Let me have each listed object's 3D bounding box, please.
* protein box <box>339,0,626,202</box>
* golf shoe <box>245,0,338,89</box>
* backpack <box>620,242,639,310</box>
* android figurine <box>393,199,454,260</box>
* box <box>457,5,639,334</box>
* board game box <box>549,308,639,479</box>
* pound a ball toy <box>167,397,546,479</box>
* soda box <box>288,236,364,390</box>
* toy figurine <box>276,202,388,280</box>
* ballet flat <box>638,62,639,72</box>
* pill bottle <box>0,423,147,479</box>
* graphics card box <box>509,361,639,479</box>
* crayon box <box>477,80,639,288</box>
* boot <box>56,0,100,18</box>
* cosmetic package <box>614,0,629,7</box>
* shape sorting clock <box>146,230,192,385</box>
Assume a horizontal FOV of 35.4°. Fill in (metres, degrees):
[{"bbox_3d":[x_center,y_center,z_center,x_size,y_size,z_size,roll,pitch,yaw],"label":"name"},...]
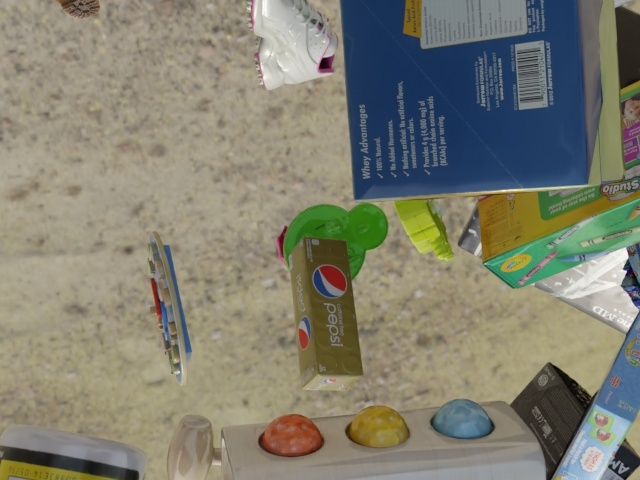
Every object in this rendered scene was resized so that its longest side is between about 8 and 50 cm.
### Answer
[{"bbox_3d":[0.139,-0.138,0.856,0.201,0.200,0.136,-3,-177,30],"label":"protein box"},{"bbox_3d":[-0.044,-0.348,1.564,0.140,0.115,0.306,-1,158,3],"label":"golf shoe"},{"bbox_3d":[0.501,0.029,1.453,0.117,0.158,0.173,-28,106,42],"label":"backpack"},{"bbox_3d":[0.127,-0.095,1.461,0.056,0.273,0.248,-25,169,11],"label":"android figurine"},{"bbox_3d":[0.578,-0.108,1.846,0.480,0.297,0.472,28,143,7],"label":"box"},{"bbox_3d":[0.259,0.170,0.922,0.160,0.039,0.211,-47,158,-42],"label":"board game box"},{"bbox_3d":[0.020,0.202,0.936,0.319,0.208,0.136,-3,108,-11],"label":"pound a ball toy"},{"bbox_3d":[0.005,0.089,1.222,0.061,0.181,0.058,5,153,-22],"label":"soda box"},{"bbox_3d":[0.000,0.000,1.544,0.173,0.130,0.159,-29,-170,-17],"label":"toy figurine"},{"bbox_3d":[0.560,-0.266,1.544,0.077,0.079,0.221,-27,-178,-7],"label":"ballet flat"},{"bbox_3d":[-0.335,0.406,1.222,0.188,0.334,0.188,9,163,3],"label":"pill bottle"},{"bbox_3d":[0.268,0.371,1.432,0.094,0.233,0.371,36,99,-12],"label":"graphics card box"},{"bbox_3d":[0.323,-0.070,1.202,0.278,0.165,0.081,-25,137,33],"label":"crayon box"},{"bbox_3d":[-0.365,-0.378,1.392,0.059,0.085,0.158,-19,166,7],"label":"boot"},{"bbox_3d":[0.533,-0.545,1.294,0.329,0.327,0.393,-28,-175,-42],"label":"cosmetic package"},{"bbox_3d":[-0.204,0.090,1.320,0.040,0.206,0.206,-12,142,-11],"label":"shape sorting clock"}]
